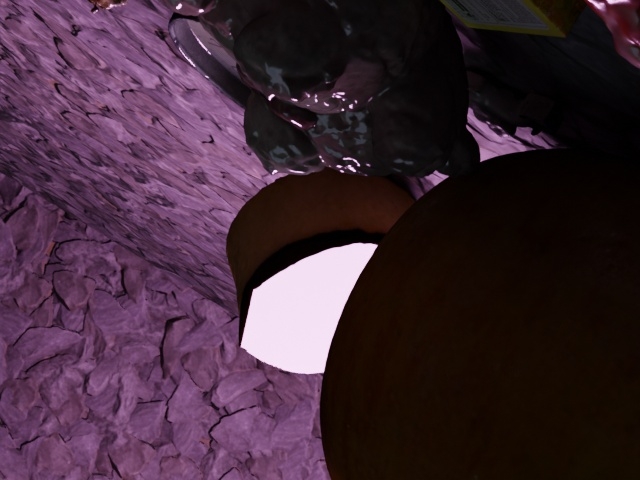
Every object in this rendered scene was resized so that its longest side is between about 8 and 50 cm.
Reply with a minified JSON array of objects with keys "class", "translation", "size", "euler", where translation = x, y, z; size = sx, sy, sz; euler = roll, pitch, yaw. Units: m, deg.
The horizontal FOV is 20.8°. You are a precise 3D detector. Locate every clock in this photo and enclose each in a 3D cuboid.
[{"class":"clock","translation":[-0.025,-0.131,1.395],"size":[0.215,0.042,0.215],"euler":[32,169,7]}]

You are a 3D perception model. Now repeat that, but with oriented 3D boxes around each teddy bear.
[{"class":"teddy bear","translation":[0.001,-0.127,1.048],"size":[0.236,0.151,0.267],"euler":[45,171,19]}]

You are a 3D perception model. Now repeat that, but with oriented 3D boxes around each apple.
[{"class":"apple","translation":[0.187,0.137,1.161],"size":[0.400,0.334,0.400],"euler":[22,164,6]}]

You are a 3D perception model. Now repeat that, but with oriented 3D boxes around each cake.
[{"class":"cake","translation":[0.000,0.000,1.611],"size":[0.207,0.185,0.178],"euler":[18,-141,-40]}]

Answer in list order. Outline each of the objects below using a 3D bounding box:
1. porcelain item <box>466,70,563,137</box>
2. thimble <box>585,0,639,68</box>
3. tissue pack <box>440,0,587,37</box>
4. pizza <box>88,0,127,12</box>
[{"class":"porcelain item","translation":[0.117,-0.092,1.211],"size":[0.136,0.021,0.075],"euler":[25,167,34]},{"class":"thimble","translation":[0.177,-0.119,0.631],"size":[0.163,0.125,0.189],"euler":[26,168,26]},{"class":"tissue pack","translation":[0.059,-0.180,0.874],"size":[0.176,0.062,0.095],"euler":[37,171,-28]},{"class":"pizza","translation":[-0.194,-0.262,1.168],"size":[0.223,0.089,0.323],"euler":[42,170,-7]}]
